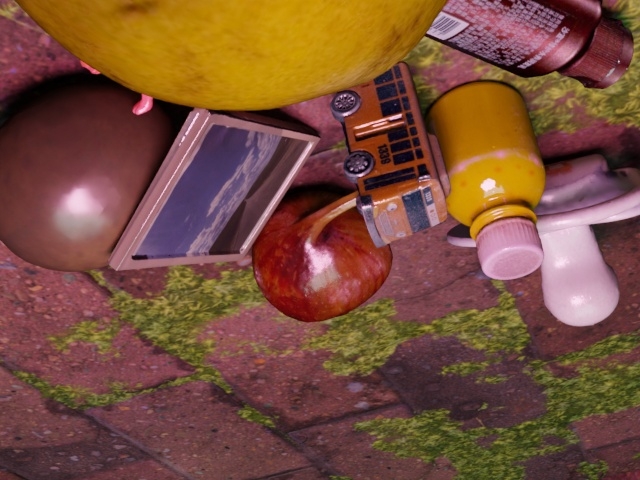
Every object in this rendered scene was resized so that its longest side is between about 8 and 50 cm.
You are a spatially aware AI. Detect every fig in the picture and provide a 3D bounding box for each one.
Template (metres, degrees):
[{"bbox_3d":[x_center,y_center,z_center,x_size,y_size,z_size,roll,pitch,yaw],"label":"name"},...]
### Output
[{"bbox_3d":[-0.006,0.004,1.203,0.175,0.175,0.207,-11,158,6],"label":"fig"}]

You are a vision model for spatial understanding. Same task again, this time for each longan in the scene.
[{"bbox_3d":[-0.249,-0.065,1.037,0.220,0.196,0.196,-24,143,16],"label":"longan"}]

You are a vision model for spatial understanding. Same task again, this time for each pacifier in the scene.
[{"bbox_3d":[0.303,0.009,1.230,0.279,0.227,0.207,-13,102,8],"label":"pacifier"}]

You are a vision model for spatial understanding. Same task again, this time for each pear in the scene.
[{"bbox_3d":[-0.073,-0.256,0.665,0.352,0.352,0.413,-27,137,27],"label":"pear"}]

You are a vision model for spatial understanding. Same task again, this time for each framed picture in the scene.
[{"bbox_3d":[-0.106,-0.053,1.066,0.189,0.023,0.260,-56,160,14],"label":"framed picture"}]

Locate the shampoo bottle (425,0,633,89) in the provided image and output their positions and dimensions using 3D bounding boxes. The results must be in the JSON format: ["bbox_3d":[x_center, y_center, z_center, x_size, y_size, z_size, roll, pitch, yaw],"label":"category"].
[{"bbox_3d":[0.171,-0.231,0.968,0.323,0.084,0.129,14,143,-30],"label":"shampoo bottle"}]

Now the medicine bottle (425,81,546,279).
[{"bbox_3d":[0.190,-0.062,1.104,0.122,0.212,0.122,-5,146,-3],"label":"medicine bottle"}]

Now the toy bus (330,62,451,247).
[{"bbox_3d":[0.077,-0.093,1.065,0.103,0.182,0.091,-15,146,7],"label":"toy bus"}]

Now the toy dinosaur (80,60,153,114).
[{"bbox_3d":[-0.097,-0.217,0.976,0.286,0.070,0.139,-11,123,-5],"label":"toy dinosaur"}]
